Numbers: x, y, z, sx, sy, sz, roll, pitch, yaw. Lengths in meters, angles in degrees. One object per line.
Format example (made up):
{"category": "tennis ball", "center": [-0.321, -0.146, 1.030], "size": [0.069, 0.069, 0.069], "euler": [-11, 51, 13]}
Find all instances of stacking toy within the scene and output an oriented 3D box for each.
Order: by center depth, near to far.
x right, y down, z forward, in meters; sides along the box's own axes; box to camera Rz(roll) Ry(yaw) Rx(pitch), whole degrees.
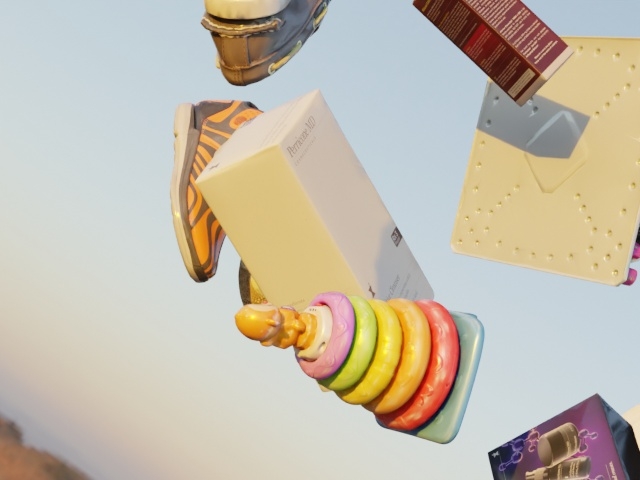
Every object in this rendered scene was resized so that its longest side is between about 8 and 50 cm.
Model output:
{"category": "stacking toy", "center": [0.029, 0.123, 1.612], "size": [0.302, 0.165, 0.175], "euler": [19, -8, -30]}

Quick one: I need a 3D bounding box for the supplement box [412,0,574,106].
{"category": "supplement box", "center": [0.260, -0.326, 2.089], "size": [0.239, 0.073, 0.130], "euler": [44, -16, 2]}

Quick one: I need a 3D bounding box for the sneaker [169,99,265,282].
{"category": "sneaker", "center": [-0.135, -0.091, 2.131], "size": [0.180, 0.321, 0.124], "euler": [-5, -26, 6]}

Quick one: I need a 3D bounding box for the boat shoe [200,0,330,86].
{"category": "boat shoe", "center": [-0.045, -0.259, 1.476], "size": [0.117, 0.324, 0.096], "euler": [4, -64, 12]}

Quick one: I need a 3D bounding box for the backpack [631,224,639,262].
{"category": "backpack", "center": [0.512, -0.043, 2.234], "size": [0.188, 0.166, 0.144], "euler": [-2, 52, -39]}

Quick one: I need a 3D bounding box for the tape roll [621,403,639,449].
{"category": "tape roll", "center": [0.534, 0.374, 2.022], "size": [0.246, 0.246, 0.169], "euler": [29, -24, 29]}

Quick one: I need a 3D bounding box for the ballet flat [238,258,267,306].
{"category": "ballet flat", "center": [-0.095, 0.028, 2.229], "size": [0.073, 0.206, 0.067], "euler": [2, -16, -22]}

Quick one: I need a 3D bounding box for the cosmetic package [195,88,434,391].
{"category": "cosmetic package", "center": [0.000, 0.000, 2.006], "size": [0.156, 0.217, 0.385], "euler": [-20, -68, 26]}

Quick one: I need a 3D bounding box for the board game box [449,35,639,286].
{"category": "board game box", "center": [0.400, -0.139, 2.244], "size": [0.050, 0.390, 0.390], "euler": [14, -1, -38]}

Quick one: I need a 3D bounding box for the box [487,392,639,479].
{"category": "box", "center": [0.339, 0.358, 1.789], "size": [0.103, 0.184, 0.261], "euler": [41, 25, -33]}
